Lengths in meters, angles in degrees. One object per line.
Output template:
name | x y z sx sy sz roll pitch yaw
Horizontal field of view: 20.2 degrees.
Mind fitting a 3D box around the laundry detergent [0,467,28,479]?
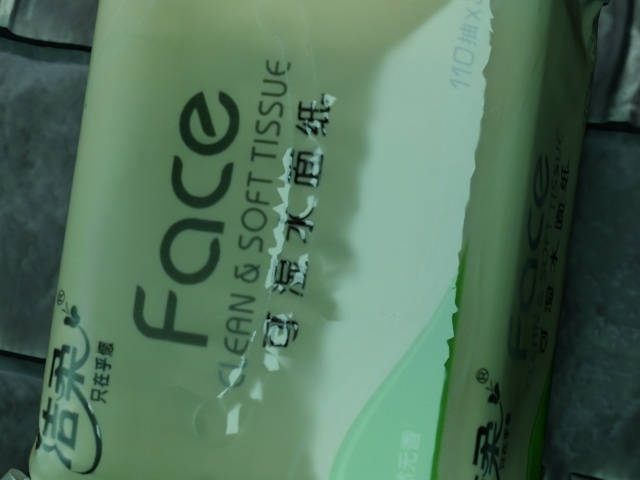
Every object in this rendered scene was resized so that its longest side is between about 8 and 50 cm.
laundry detergent | -0.289 0.269 1.390 0.137 0.063 0.211 43 96 14

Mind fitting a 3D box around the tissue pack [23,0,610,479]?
tissue pack | 0.000 0.000 1.246 0.332 0.205 0.405 7 87 22
